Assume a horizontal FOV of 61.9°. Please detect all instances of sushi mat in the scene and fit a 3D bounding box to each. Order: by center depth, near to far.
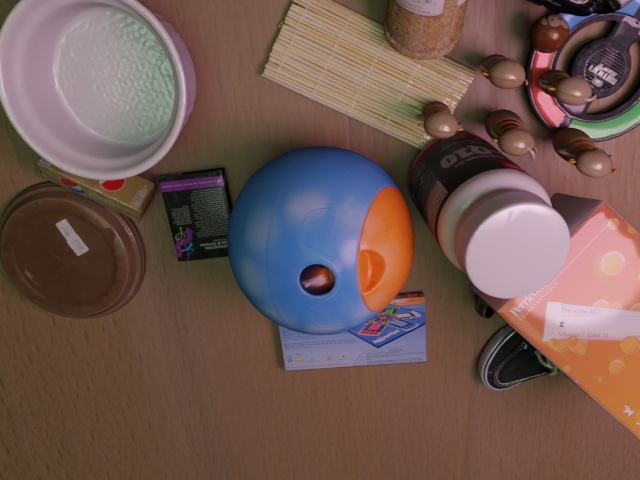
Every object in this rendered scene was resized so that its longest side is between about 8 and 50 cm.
[{"bbox_3d":[0.075,-0.270,0.859,0.316,0.019,0.152,23,111,-7],"label":"sushi mat"}]

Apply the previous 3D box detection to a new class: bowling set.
[{"bbox_3d":[0.292,-0.218,0.762,0.286,0.154,0.200,10,116,3],"label":"bowling set"}]

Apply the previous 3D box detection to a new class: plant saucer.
[{"bbox_3d":[-0.466,0.028,0.987,0.277,0.041,0.278,1,111,2],"label":"plant saucer"}]

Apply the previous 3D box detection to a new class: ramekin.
[{"bbox_3d":[-0.327,-0.244,0.822,0.277,0.135,0.277,1,112,1],"label":"ramekin"}]

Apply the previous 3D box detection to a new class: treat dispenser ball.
[{"bbox_3d":[0.000,0.000,0.825,0.288,0.288,0.288,1,112,2],"label":"treat dispenser ball"}]

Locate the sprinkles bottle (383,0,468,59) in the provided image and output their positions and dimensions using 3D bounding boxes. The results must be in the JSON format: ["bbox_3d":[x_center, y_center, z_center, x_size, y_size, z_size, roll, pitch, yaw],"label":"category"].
[{"bbox_3d":[0.144,-0.386,0.645,0.121,0.121,0.355,-1,157,3],"label":"sprinkles bottle"}]

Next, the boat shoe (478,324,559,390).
[{"bbox_3d":[0.428,0.191,0.980,0.306,0.105,0.113,-37,106,15],"label":"boat shoe"}]

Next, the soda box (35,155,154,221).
[{"bbox_3d":[-0.378,-0.102,0.909,0.181,0.061,0.058,27,66,-8],"label":"soda box"}]

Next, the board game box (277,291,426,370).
[{"bbox_3d":[0.061,0.178,1.031,0.281,0.027,0.145,-4,113,4],"label":"board game box"}]

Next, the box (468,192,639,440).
[{"bbox_3d":[0.443,0.122,0.824,0.345,0.168,0.215,41,98,-4],"label":"box"}]

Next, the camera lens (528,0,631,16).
[{"bbox_3d":[0.344,-0.446,0.670,0.219,0.219,0.274,20,111,-6],"label":"camera lens"}]

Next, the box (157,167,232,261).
[{"bbox_3d":[-0.214,-0.044,0.954,0.116,0.029,0.162,-6,110,5],"label":"box"}]

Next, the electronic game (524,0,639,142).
[{"bbox_3d":[0.435,-0.267,0.830,0.229,0.048,0.229,1,112,2],"label":"electronic game"}]

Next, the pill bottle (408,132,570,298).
[{"bbox_3d":[0.237,-0.047,0.789,0.161,0.283,0.161,-2,116,-4],"label":"pill bottle"}]

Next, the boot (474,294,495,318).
[{"bbox_3d":[0.312,0.081,0.951,0.042,0.087,0.119,18,111,-5],"label":"boot"}]
